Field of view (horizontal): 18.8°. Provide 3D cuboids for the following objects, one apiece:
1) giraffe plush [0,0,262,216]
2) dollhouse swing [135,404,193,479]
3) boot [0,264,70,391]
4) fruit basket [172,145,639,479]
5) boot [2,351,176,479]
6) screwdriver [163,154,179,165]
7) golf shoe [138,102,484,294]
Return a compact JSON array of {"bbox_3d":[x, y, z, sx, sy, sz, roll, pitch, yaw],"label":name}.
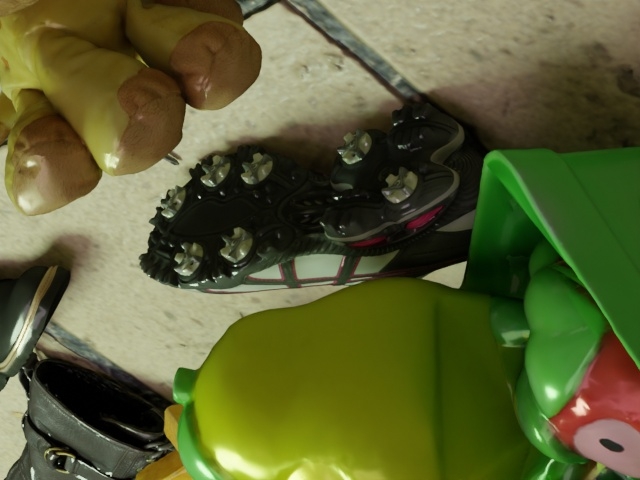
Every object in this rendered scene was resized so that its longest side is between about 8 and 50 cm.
[{"bbox_3d":[-0.156,-0.143,1.097,0.170,0.181,0.210,59,167,-31],"label":"giraffe plush"},{"bbox_3d":[0.024,0.348,1.407,0.315,0.305,0.347,1,125,-10],"label":"dollhouse swing"},{"bbox_3d":[-0.281,0.047,1.498,0.137,0.077,0.198,33,145,-9],"label":"boot"},{"bbox_3d":[0.115,0.124,1.145,0.392,0.283,0.392,-21,149,-14],"label":"fruit basket"},{"bbox_3d":[-0.167,0.224,1.652,0.263,0.091,0.229,30,137,-1],"label":"boot"},{"bbox_3d":[-0.166,-0.092,1.280,0.170,0.024,0.025,30,176,-26],"label":"screwdriver"},{"bbox_3d":[0.000,0.000,1.245,0.273,0.105,0.120,-9,144,39],"label":"golf shoe"}]
